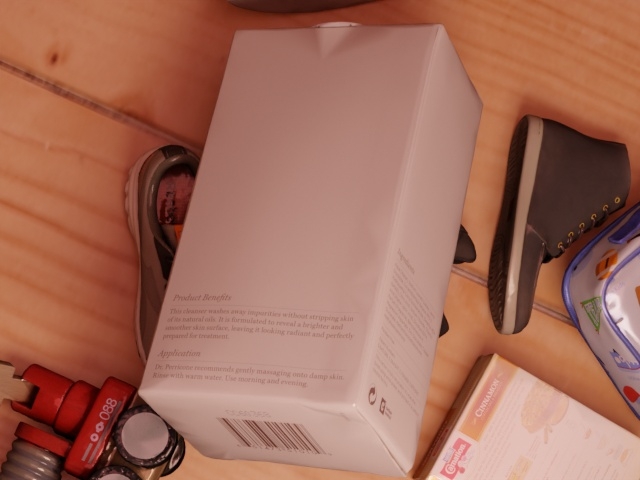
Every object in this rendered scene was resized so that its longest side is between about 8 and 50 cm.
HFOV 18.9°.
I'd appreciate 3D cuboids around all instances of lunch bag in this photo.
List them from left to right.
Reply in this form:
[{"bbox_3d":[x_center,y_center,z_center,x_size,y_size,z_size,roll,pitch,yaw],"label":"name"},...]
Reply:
[{"bbox_3d":[0.398,0.032,1.875,0.303,0.115,0.243,-39,104,-12],"label":"lunch bag"}]

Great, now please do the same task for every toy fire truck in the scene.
[{"bbox_3d":[-0.273,0.204,1.757,0.246,0.158,0.217,25,80,6],"label":"toy fire truck"}]

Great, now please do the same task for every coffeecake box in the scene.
[{"bbox_3d":[0.206,0.217,1.863,0.185,0.068,0.142,31,80,-5],"label":"coffeecake box"}]

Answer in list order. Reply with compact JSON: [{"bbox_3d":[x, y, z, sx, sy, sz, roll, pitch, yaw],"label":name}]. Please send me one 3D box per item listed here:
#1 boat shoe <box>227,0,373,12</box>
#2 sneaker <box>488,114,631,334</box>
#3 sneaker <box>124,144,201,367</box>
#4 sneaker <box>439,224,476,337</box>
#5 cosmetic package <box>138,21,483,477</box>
[{"bbox_3d":[0.053,-0.327,1.888,0.341,0.127,0.158,-10,78,-18],"label":"boat shoe"},{"bbox_3d":[0.238,-0.008,1.889,0.118,0.083,0.222,12,80,-8],"label":"sneaker"},{"bbox_3d":[-0.129,0.039,1.811,0.100,0.108,0.271,-10,86,-12],"label":"sneaker"},{"bbox_3d":[0.050,0.082,1.841,0.130,0.109,0.286,36,83,-14],"label":"sneaker"},{"bbox_3d":[0.000,0.000,1.724,0.217,0.156,0.385,3,62,25],"label":"cosmetic package"}]
